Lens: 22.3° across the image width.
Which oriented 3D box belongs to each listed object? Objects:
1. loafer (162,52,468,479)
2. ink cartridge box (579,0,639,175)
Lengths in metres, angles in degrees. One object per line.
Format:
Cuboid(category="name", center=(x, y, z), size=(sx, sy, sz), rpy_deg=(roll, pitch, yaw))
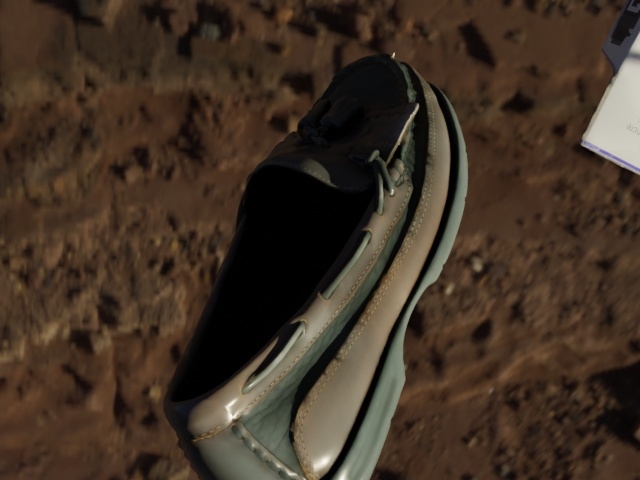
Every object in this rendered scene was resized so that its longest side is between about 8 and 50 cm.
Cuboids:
Cuboid(category="loafer", center=(0.000, 0.000, 0.710), size=(0.084, 0.096, 0.267), rpy_deg=(49, 39, -33))
Cuboid(category="ink cartridge box", center=(0.282, -0.111, 0.987), size=(0.206, 0.045, 0.208), rpy_deg=(26, 96, -16))
